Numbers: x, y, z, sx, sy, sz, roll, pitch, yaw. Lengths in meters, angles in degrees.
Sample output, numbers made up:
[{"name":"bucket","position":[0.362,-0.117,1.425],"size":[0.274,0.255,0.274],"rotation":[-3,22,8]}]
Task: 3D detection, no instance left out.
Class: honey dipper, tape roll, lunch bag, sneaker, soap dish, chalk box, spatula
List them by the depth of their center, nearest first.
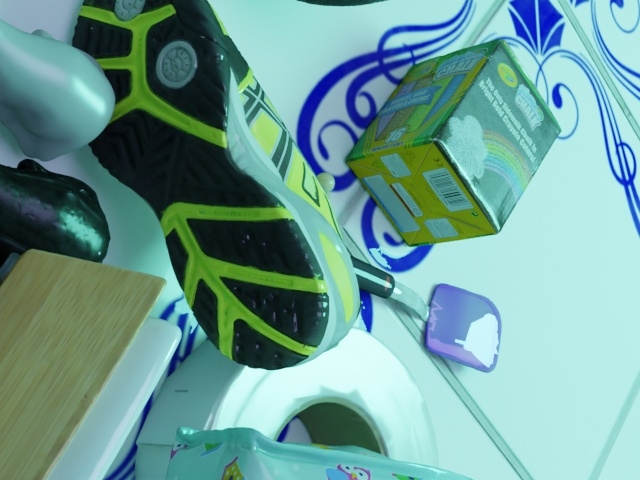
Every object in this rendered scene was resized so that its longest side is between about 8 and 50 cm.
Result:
[{"name":"soap dish","position":[-0.222,0.137,0.759],"size":[0.118,0.291,0.229],"rotation":[35,61,-12]},{"name":"lunch bag","position":[0.006,0.270,0.883],"size":[0.262,0.160,0.224],"rotation":[18,72,-33]},{"name":"sneaker","position":[-0.089,-0.068,0.975],"size":[0.385,0.145,0.147],"rotation":[67,20,12]},{"name":"tape roll","position":[-0.024,0.213,1.035],"size":[0.286,0.100,0.286],"rotation":[6,81,-41]},{"name":"honey dipper","position":[0.000,0.000,1.069],"size":[0.030,0.030,0.161],"rotation":[-46,152,-35]},{"name":"spatula","position":[0.083,0.057,1.197],"size":[0.296,0.030,0.084],"rotation":[27,66,-36]},{"name":"chalk box","position":[0.151,-0.116,1.214],"size":[0.132,0.132,0.213],"rotation":[52,53,-23]}]

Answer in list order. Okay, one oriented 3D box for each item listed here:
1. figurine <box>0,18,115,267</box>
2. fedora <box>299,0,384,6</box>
[{"name":"figurine","position":[-0.238,-0.097,0.814],"size":[0.209,0.092,0.215],"rotation":[49,29,-49]},{"name":"fedora","position":[0.034,-0.381,1.097],"size":[0.152,0.334,0.334],"rotation":[-4,87,-79]}]
